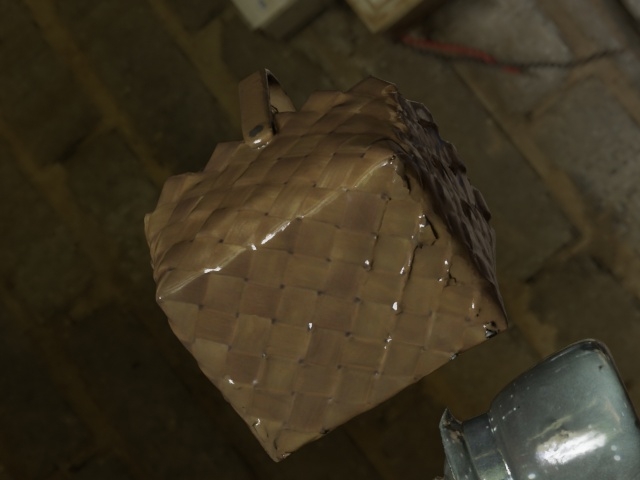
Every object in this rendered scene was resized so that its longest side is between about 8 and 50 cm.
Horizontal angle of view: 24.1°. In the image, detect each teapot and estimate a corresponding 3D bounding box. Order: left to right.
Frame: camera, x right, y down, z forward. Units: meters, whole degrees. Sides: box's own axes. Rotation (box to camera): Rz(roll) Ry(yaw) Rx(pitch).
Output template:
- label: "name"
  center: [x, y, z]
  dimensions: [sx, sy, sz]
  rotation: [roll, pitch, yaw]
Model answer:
- label: "teapot"
  center: [0.284, 0.301, 1.921]
  dimensions: [0.223, 0.285, 0.305]
  rotation: [-99, -15, -57]

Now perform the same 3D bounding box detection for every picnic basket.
- label: "picnic basket"
  center: [0.000, 0.000, 1.346]
  dimensions: [0.254, 0.291, 0.321]
  rotation: [56, -168, -24]
